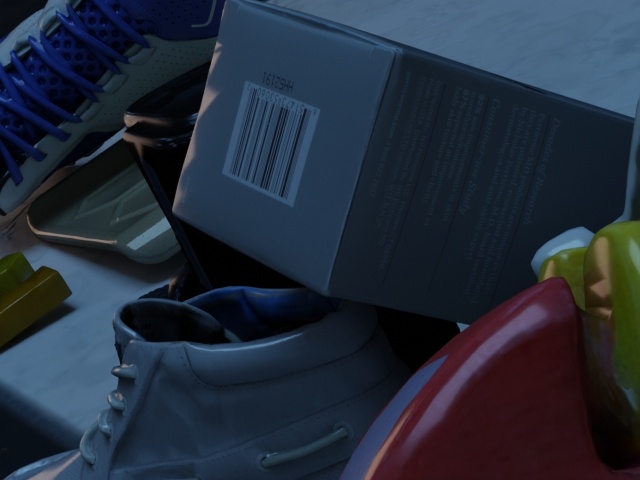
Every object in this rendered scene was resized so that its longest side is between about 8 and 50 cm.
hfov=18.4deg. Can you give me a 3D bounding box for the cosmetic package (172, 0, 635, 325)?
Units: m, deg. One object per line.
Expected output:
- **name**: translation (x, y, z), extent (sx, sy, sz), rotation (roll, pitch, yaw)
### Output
- **cosmetic package**: translation (0.075, -0.018, 0.814), extent (0.238, 0.107, 0.127), rotation (10, 9, -37)

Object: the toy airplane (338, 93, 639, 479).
- **toy airplane**: translation (0.204, -0.004, 0.566), extent (0.386, 0.272, 0.384), rotation (-30, -8, 32)

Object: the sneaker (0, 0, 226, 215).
- **sneaker**: translation (-0.188, -0.107, 1.419), extent (0.315, 0.127, 0.182), rotation (-38, 6, 42)

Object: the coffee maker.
- **coffee maker**: translation (0.000, 0.000, 0.930), extent (0.171, 0.178, 0.120), rotation (-3, 28, 44)

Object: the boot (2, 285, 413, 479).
- **boot**: translation (-0.066, 0.079, 0.878), extent (0.258, 0.123, 0.095), rotation (-11, 23, 31)

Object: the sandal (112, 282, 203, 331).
- **sandal**: translation (-0.023, 0.039, 1.076), extent (0.179, 0.040, 0.067), rotation (-11, 23, -10)

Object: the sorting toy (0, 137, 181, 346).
- **sorting toy**: translation (-0.117, -0.025, 1.347), extent (0.307, 0.041, 0.229), rotation (-37, 20, -18)
